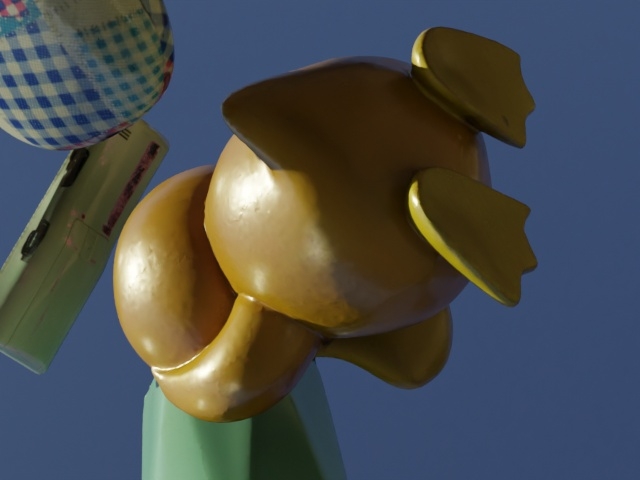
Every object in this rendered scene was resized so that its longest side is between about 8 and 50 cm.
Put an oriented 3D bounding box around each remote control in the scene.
[{"bbox_3d":[-0.145,-0.002,1.161,0.029,0.065,0.166,21,-103,40],"label":"remote control"}]

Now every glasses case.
[{"bbox_3d":[-0.183,-0.190,0.919,0.076,0.125,0.327,-44,-71,-47],"label":"glasses case"}]

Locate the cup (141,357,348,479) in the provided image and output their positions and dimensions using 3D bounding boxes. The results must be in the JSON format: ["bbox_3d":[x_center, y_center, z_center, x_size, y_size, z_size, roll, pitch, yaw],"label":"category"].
[{"bbox_3d":[-0.038,0.159,1.097,0.134,0.148,0.236,41,-154,-38],"label":"cup"}]

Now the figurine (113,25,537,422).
[{"bbox_3d":[-0.001,-0.006,1.036,0.215,0.228,0.215,9,-126,-13],"label":"figurine"}]
